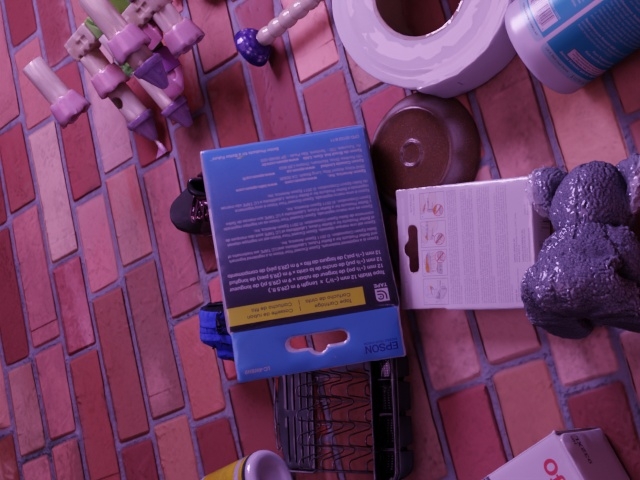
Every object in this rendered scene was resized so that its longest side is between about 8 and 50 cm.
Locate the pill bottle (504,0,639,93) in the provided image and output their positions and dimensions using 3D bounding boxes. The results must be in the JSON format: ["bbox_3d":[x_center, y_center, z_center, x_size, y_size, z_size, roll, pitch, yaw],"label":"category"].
[{"bbox_3d":[0.374,-0.311,1.431,0.264,0.146,0.146,-35,66,32],"label":"pill bottle"}]

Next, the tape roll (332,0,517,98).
[{"bbox_3d":[0.160,-0.350,1.616,0.286,0.100,0.286,0,90,31],"label":"tape roll"}]

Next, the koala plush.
[{"bbox_3d":[0.343,-0.003,1.423,0.196,0.203,0.221,-6,71,39],"label":"koala plush"}]

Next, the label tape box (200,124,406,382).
[{"bbox_3d":[-0.028,0.024,1.679,0.249,0.115,0.347,-9,80,-4],"label":"label tape box"}]

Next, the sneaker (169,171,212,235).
[{"bbox_3d":[-0.184,-0.077,1.865,0.281,0.163,0.106,-14,78,38],"label":"sneaker"}]

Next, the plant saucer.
[{"bbox_3d":[0.143,-0.126,1.681,0.199,0.036,0.198,-4,84,40],"label":"plant saucer"}]

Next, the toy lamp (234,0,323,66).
[{"bbox_3d":[-0.020,-0.376,1.809,0.275,0.080,0.080,-34,66,36],"label":"toy lamp"}]

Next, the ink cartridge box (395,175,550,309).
[{"bbox_3d":[0.215,0.008,1.599,0.225,0.056,0.181,-5,86,41],"label":"ink cartridge box"}]

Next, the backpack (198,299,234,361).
[{"bbox_3d":[-0.142,0.145,1.856,0.120,0.098,0.101,5,94,39],"label":"backpack"}]

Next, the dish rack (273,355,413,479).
[{"bbox_3d":[0.023,0.264,1.728,0.272,0.074,0.208,-7,82,39],"label":"dish rack"}]

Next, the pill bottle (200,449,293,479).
[{"bbox_3d":[-0.137,0.413,1.829,0.184,0.103,0.103,-31,68,34],"label":"pill bottle"}]

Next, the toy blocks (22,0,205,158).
[{"bbox_3d":[-0.287,-0.311,1.967,0.260,0.309,0.289,50,136,-6],"label":"toy blocks"}]

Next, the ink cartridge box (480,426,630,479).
[{"bbox_3d":[0.275,0.413,1.472,0.307,0.129,0.223,-42,62,30],"label":"ink cartridge box"}]
